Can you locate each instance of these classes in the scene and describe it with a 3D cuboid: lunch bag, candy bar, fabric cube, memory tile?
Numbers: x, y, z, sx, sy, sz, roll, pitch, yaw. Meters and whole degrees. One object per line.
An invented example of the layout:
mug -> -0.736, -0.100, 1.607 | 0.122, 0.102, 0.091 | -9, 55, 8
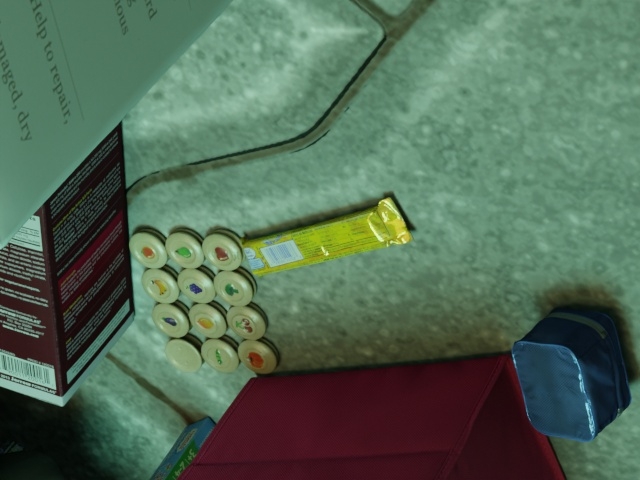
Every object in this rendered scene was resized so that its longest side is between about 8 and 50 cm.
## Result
lunch bag -> 0.197, 0.104, 1.494 | 0.067, 0.065, 0.098 | 8, 123, 42
candy bar -> 0.000, 0.000, 1.557 | 0.161, 0.018, 0.040 | -14, 113, 37
fabric cube -> 0.043, 0.273, 1.579 | 0.258, 0.259, 0.254 | -7, 120, 32
memory tile -> -0.100, 0.053, 1.658 | 0.113, 0.012, 0.148 | 2, 125, 28

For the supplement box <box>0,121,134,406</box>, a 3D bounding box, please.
supplement box -> -0.218, 0.002, 1.605 | 0.073, 0.130, 0.239 | 16, 130, 18

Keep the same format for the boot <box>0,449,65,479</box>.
boot -> -0.413, 0.267, 1.633 | 0.367, 0.445, 0.146 | -15, 80, 61

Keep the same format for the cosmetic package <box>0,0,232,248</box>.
cosmetic package -> -0.279, -0.243, 1.265 | 0.329, 0.394, 0.327 | 4, 126, 26

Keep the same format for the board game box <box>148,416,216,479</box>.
board game box -> -0.076, 0.285, 1.723 | 0.039, 0.160, 0.211 | -28, 108, 39

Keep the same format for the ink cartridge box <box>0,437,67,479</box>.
ink cartridge box -> -0.274, 0.249, 1.895 | 0.115, 0.029, 0.063 | 37, 133, -1
